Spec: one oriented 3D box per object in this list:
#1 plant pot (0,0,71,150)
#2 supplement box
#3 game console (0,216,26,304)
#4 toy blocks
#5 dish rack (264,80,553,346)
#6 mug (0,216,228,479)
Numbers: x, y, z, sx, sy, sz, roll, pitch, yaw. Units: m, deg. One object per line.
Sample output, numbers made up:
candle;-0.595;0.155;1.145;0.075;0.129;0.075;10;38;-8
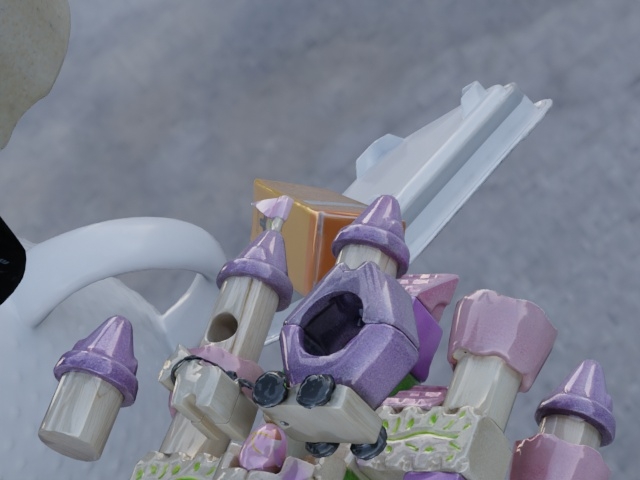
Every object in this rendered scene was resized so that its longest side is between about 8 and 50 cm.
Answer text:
plant pot;-0.372;-0.207;1.535;0.333;0.305;0.334;-19;51;25
supplement box;0.000;0.000;1.668;0.233;0.080;0.078;-153;67;-71
game console;-0.298;-0.086;0.987;0.044;0.361;0.213;-40;4;-35
toy blocks;0.016;0.066;1.254;0.288;0.309;0.260;-1;56;37
dish rack;0.067;-0.040;2.023;0.285;0.072;0.333;-28;16;52
mug;-0.228;0.105;1.565;0.374;0.328;0.276;-41;59;26
